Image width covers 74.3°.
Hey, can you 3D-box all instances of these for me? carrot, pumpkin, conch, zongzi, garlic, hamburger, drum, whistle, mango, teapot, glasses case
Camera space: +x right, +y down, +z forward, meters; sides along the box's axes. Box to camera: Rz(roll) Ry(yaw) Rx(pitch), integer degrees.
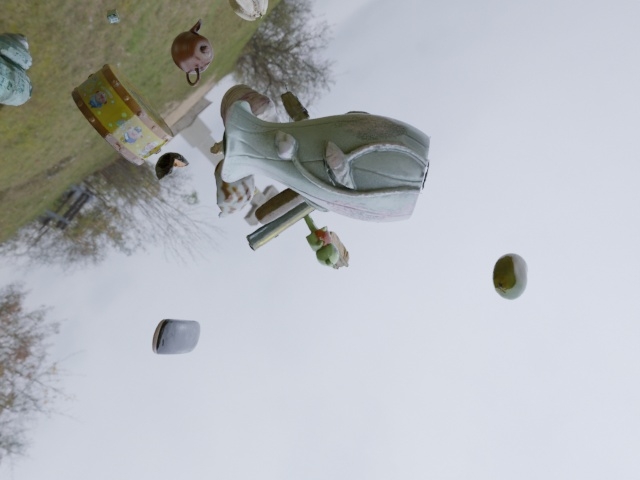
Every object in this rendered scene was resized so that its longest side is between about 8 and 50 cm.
[{"bbox_3d":[-0.053,-0.155,1.293,0.342,0.070,0.070,-31,-150,9],"label":"carrot"},{"bbox_3d":[-0.765,-0.390,2.139,0.118,0.108,0.183,-6,-151,36],"label":"pumpkin"},{"bbox_3d":[-0.323,-0.224,1.594,0.148,0.275,0.183,-7,-158,-7],"label":"conch"},{"bbox_3d":[-0.121,-0.594,1.906,0.081,0.189,0.178,-34,-175,2],"label":"zongzi"},{"bbox_3d":[-0.341,-1.174,2.036,0.184,0.203,0.281,-41,-171,0],"label":"garlic"},{"bbox_3d":[0.058,0.034,2.323,0.124,0.262,0.131,-15,-143,30],"label":"hamburger"},{"bbox_3d":[-0.901,-0.577,1.946,0.214,0.431,0.431,-38,-151,0],"label":"drum"},{"bbox_3d":[0.000,0.000,1.872,0.106,0.289,0.131,-27,179,10],"label":"whistle"},{"bbox_3d":[-0.127,-0.072,1.547,0.326,0.057,0.068,-35,161,-21],"label":"whistle"},{"bbox_3d":[-0.809,-0.408,1.007,0.220,0.195,0.277,30,-113,16],"label":"conch"},{"bbox_3d":[0.594,0.106,1.326,0.085,0.122,0.191,-37,-169,44],"label":"mango"},{"bbox_3d":[-0.347,-0.517,1.171,0.116,0.116,0.173,14,-77,55],"label":"teapot"},{"bbox_3d":[-0.263,-0.368,1.399,0.253,0.245,0.245,-39,-151,-7],"label":"garlic"},{"bbox_3d":[-0.508,0.342,1.508,0.075,0.314,0.122,8,-101,8],"label":"glasses case"}]

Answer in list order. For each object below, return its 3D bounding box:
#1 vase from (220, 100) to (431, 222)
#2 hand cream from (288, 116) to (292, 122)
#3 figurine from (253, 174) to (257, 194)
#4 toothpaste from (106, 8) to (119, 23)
[{"bbox_3d":[0.005,-0.178,0.930,0.444,0.250,0.250,12,-135,4],"label":"vase"},{"bbox_3d":[-0.131,-0.461,2.006,0.067,0.321,0.109,-1,-165,-1],"label":"hand cream"},{"bbox_3d":[-0.310,-0.256,1.803,0.109,0.130,0.178,3,-164,4],"label":"figurine"},{"bbox_3d":[-0.449,-0.486,0.915,0.020,0.017,0.083,-20,-141,-11],"label":"toothpaste"}]
